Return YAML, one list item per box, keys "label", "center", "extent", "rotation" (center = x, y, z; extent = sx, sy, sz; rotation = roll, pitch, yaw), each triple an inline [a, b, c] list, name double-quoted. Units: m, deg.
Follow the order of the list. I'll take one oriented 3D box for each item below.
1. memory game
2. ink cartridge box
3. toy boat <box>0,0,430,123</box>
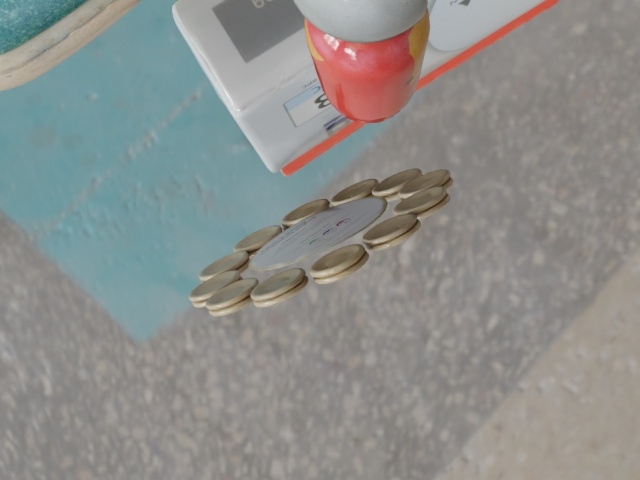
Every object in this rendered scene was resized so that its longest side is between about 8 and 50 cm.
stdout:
- label: "memory game"
  center: [0.000, 0.000, 1.011]
  extent: [0.186, 0.186, 0.012]
  rotation: [-30, 105, -15]
- label: "ink cartridge box"
  center: [0.086, -0.144, 1.084]
  extent: [0.308, 0.385, 0.091]
  rotation: [-33, 74, 0]
- label: "toy boat"
  center: [-0.082, -0.167, 0.724]
  extent: [0.318, 0.148, 0.267]
  rotation: [31, 75, 14]
